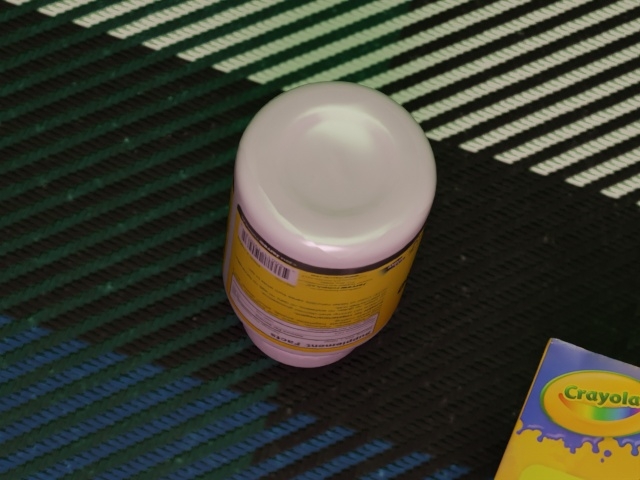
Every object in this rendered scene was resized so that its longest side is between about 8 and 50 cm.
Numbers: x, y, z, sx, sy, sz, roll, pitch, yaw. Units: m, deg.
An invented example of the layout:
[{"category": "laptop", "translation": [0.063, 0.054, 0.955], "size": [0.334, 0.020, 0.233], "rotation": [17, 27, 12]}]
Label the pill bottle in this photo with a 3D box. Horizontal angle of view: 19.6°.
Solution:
[{"category": "pill bottle", "translation": [0.000, 0.000, 1.827], "size": [0.188, 0.334, 0.188], "rotation": [2, 65, -5]}]

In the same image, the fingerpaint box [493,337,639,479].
[{"category": "fingerpaint box", "translation": [0.355, 0.340, 1.670], "size": [0.445, 0.163, 0.371], "rotation": [17, 68, 16]}]
